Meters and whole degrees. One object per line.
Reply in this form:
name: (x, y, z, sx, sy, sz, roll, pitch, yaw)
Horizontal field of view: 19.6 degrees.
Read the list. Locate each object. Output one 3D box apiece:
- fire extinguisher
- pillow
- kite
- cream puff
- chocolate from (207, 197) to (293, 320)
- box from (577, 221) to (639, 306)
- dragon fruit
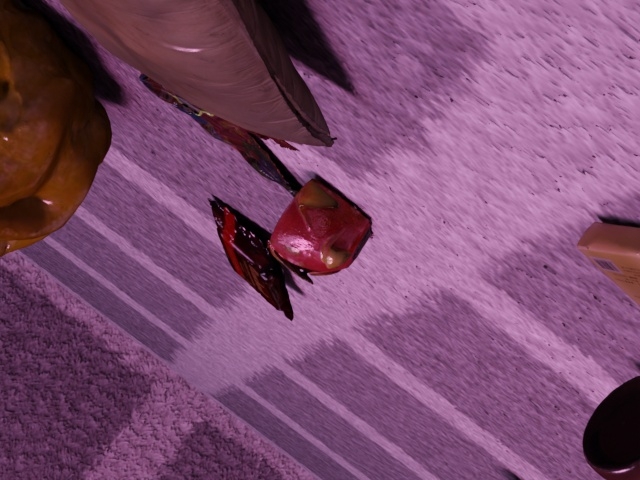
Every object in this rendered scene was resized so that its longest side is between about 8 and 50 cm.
fire extinguisher: (0.274, 0.172, 1.198, 0.075, 0.106, 0.252, -28, 123, 35)
pillow: (-0.099, -0.148, 0.956, 0.185, 0.075, 0.302, 34, 172, 24)
kite: (-0.078, -0.093, 1.296, 0.189, 0.009, 0.232, 26, 165, 45)
cream puff: (-0.315, -0.077, 1.444, 0.274, 0.270, 0.323, 30, 170, 8)
chocolate: (-0.059, 0.018, 1.662, 0.086, 0.028, 0.182, 41, 170, 20)
box: (0.202, 0.043, 0.956, 0.149, 0.020, 0.073, 42, 167, -24)
dragon fruit: (0.000, 0.000, 1.309, 0.056, 0.060, 0.083, 38, 168, 12)
